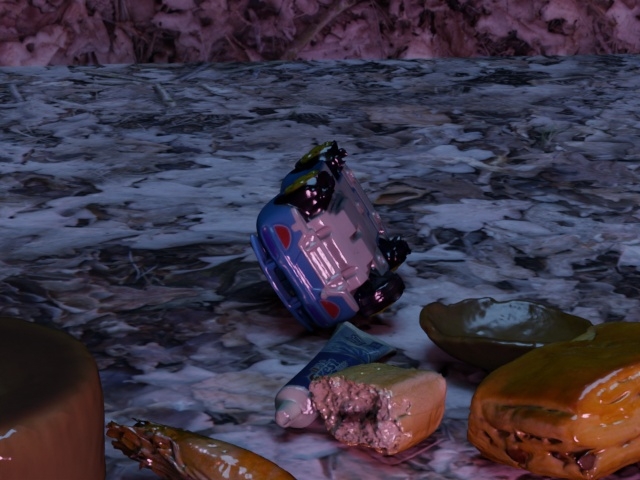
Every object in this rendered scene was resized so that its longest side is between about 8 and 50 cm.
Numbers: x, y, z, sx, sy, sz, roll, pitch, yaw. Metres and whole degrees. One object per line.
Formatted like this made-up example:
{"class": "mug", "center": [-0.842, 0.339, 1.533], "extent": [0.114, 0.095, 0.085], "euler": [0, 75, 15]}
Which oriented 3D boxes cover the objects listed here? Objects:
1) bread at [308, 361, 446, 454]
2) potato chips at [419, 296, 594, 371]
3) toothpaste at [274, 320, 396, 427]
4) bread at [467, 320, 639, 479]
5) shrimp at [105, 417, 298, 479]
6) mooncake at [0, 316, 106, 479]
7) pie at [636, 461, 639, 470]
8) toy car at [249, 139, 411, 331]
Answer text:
{"class": "bread", "center": [0.063, 0.172, 1.469], "extent": [0.106, 0.082, 0.125], "euler": [-4, 7, -43]}
{"class": "potato chips", "center": [0.215, 0.117, 1.645], "extent": [0.208, 0.062, 0.195], "euler": [3, 14, 12]}
{"class": "toothpaste", "center": [0.010, 0.150, 1.583], "extent": [0.069, 0.047, 0.268], "euler": [-6, 12, 24]}
{"class": "bread", "center": [0.276, 0.148, 1.408], "extent": [0.235, 0.099, 0.210], "euler": [-23, 12, -28]}
{"class": "shrimp", "center": [-0.117, 0.233, 1.323], "extent": [0.150, 0.068, 0.248], "euler": [-24, 35, -38]}
{"class": "mooncake", "center": [-0.335, 0.192, 1.295], "extent": [0.284, 0.155, 0.284], "euler": [0, 22, 0]}
{"class": "pie", "center": [0.398, 0.195, 1.399], "extent": [0.182, 0.050, 0.182], "euler": [-14, 12, 3]}
{"class": "toy car", "center": [0.000, 0.000, 1.831], "extent": [0.166, 0.198, 0.314], "euler": [-29, 12, 14]}
